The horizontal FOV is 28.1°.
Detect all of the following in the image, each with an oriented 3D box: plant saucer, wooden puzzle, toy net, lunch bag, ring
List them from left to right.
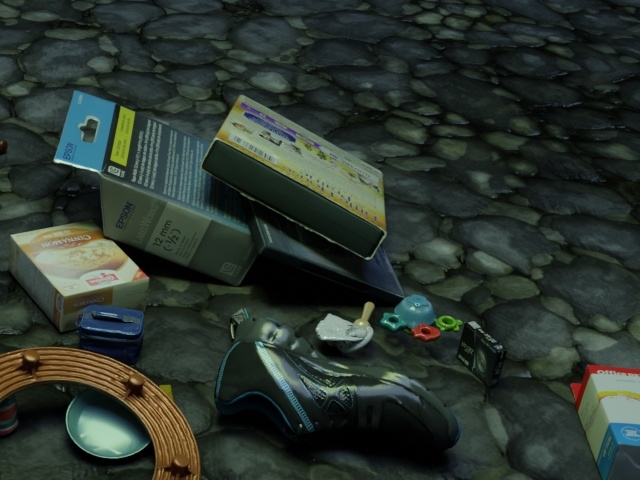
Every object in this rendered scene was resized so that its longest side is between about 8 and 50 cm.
[{"bbox_3d":[-0.308,0.252,1.580,0.337,0.032,0.336,14,39,-12],"label":"ring"},{"bbox_3d":[-0.303,0.130,1.833,0.098,0.065,0.067,7,30,-5],"label":"lunch bag"},{"bbox_3d":[-0.273,0.240,1.675,0.119,0.021,0.119,6,47,-7],"label":"plant saucer"},{"bbox_3d":[-0.252,0.225,1.739,0.116,0.014,0.078,-4,29,-22],"label":"wooden puzzle"},{"bbox_3d":[0.098,0.141,1.958,0.232,0.045,0.122,-14,39,-32],"label":"toy net"}]

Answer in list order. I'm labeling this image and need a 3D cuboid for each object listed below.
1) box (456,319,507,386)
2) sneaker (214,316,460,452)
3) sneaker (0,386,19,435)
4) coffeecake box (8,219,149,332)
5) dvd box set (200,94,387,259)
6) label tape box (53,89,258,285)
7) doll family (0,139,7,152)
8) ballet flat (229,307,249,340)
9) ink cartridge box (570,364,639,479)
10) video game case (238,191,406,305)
[{"bbox_3d":[0.242,0.169,1.923,0.018,0.067,0.083,-10,36,-32],"label":"box"},{"bbox_3d":[0.020,0.231,1.741,0.341,0.125,0.139,19,58,12],"label":"sneaker"},{"bbox_3d":[-0.466,0.196,1.663,0.161,0.075,0.057,17,31,11],"label":"sneaker"},{"bbox_3d":[-0.370,0.051,1.945,0.142,0.068,0.185,-12,37,-36],"label":"coffeecake box"},{"bbox_3d":[-0.034,-0.117,2.151,0.308,0.062,0.420,28,15,-7],"label":"dvd box set"},{"bbox_3d":[-0.267,-0.088,2.078,0.348,0.115,0.249,20,28,-15],"label":"label tape box"},{"bbox_3d":[-0.624,-0.172,2.249,0.111,0.076,0.193,7,27,5],"label":"doll family"},{"bbox_3d":[-0.109,0.145,1.901,0.041,0.041,0.114,-4,33,-23],"label":"ballet flat"},{"bbox_3d":[0.451,0.252,1.832,0.134,0.078,0.231,6,30,-7],"label":"ink cartridge box"},{"bbox_3d":[0.000,0.000,2.066,0.274,0.026,0.196,20,28,-29],"label":"video game case"}]
